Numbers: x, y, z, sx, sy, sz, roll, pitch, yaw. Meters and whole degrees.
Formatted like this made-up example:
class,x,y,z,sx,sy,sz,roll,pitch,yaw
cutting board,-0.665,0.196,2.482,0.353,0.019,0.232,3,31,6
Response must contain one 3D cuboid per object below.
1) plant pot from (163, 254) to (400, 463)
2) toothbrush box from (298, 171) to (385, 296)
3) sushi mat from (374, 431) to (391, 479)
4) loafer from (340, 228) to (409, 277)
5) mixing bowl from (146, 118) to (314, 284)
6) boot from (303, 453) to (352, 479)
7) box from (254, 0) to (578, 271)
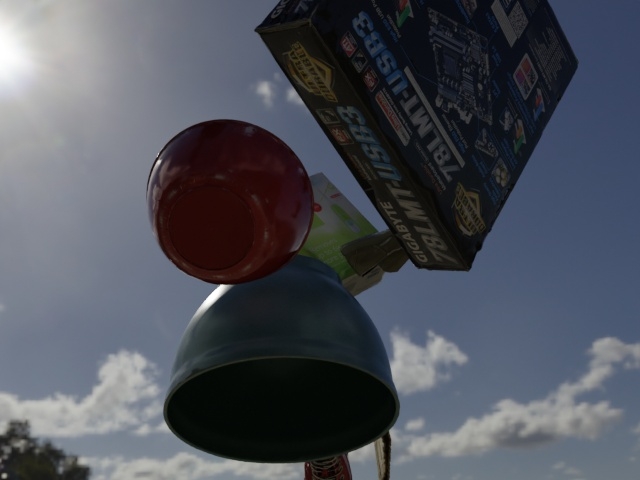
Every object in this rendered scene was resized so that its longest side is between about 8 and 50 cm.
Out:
class,x,y,z,sx,sy,sz,roll,pitch,yaw
plant pot,-0.052,0.141,1.178,0.293,0.196,0.293,-2,-38,-2
toothbrush box,0.000,0.000,2.076,0.206,0.283,0.122,-23,-30,-37
sushi mat,0.096,0.286,1.625,0.019,0.316,0.151,-2,-55,-4
loafer,0.155,0.015,1.795,0.251,0.087,0.094,-19,0,42
mixing bowl,-0.101,-0.025,0.917,0.181,0.181,0.098,-5,18,8
boot,0.008,0.358,1.326,0.088,0.244,0.176,-6,-13,1
box,0.109,-0.174,0.831,0.073,0.293,0.295,2,-40,45
